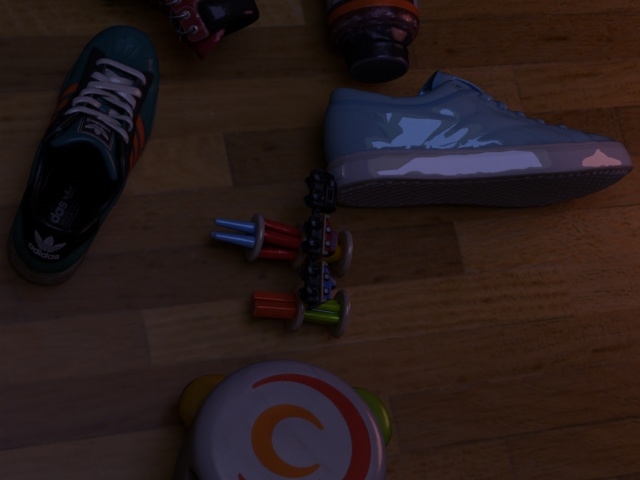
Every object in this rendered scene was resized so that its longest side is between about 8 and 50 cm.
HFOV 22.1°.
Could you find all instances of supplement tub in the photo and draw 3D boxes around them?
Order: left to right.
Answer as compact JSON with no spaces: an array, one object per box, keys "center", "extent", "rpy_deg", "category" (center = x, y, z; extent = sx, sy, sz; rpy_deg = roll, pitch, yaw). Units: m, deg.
[{"center":[0.057,-0.280,1.851],"extent":[0.106,0.106,0.198],"rpy_deg":[1,71,-20],"category":"supplement tub"}]

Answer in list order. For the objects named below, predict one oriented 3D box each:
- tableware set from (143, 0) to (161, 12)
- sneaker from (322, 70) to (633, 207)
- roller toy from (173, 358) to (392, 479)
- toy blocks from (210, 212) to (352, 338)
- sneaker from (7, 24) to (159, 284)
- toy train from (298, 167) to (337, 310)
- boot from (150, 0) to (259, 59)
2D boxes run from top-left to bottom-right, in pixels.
[{"center":[-0.195,-0.315,1.809],"extent":[0.194,0.039,0.128],"rpy_deg":[17,77,-8],"category":"tableware set"},{"center":[0.177,-0.122,1.822],"extent":[0.366,0.135,0.150],"rpy_deg":[0,74,-22],"category":"sneaker"},{"center":[-0.045,0.226,1.603],"extent":[0.209,0.146,0.191],"rpy_deg":[15,57,-9],"category":"roller toy"},{"center":[-0.044,0.035,1.725],"extent":[0.148,0.054,0.123],"rpy_deg":[10,67,-17],"category":"toy blocks"},{"center":[-0.226,-0.103,1.669],"extent":[0.108,0.121,0.302],"rpy_deg":[22,64,-12],"category":"sneaker"},{"center":[0.000,0.000,1.710],"extent":[0.036,0.027,0.158],"rpy_deg":[16,64,-26],"category":"toy train"},{"center":[-0.191,-0.271,1.739],"extent":[0.244,0.088,0.176],"rpy_deg":[-11,84,-17],"category":"boot"}]
